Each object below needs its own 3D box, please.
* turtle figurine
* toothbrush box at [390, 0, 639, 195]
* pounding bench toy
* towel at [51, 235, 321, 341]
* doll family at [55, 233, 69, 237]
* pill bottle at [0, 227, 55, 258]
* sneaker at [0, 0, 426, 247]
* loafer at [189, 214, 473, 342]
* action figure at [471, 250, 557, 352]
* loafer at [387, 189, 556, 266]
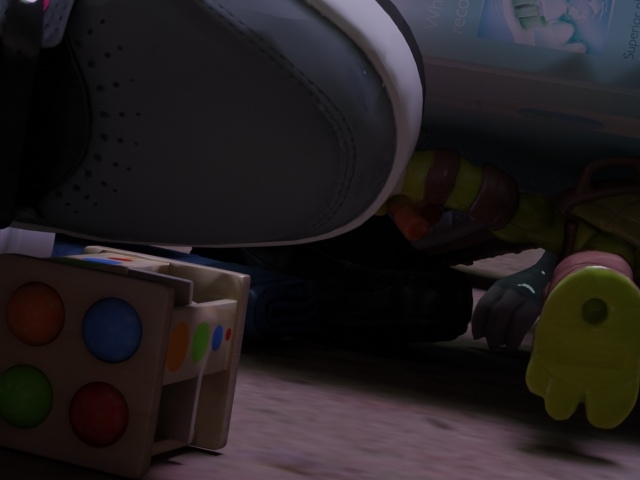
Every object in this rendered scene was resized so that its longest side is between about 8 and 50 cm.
[{"bbox_3d":[0.137,0.020,0.677,0.270,0.087,0.217,29,12,-9],"label":"turtle figurine"},{"bbox_3d":[0.125,-0.093,0.718,0.296,0.126,0.216,9,-8,14],"label":"toothbrush box"},{"bbox_3d":[-0.073,0.029,0.475,0.083,0.052,0.065,11,5,20],"label":"pounding bench toy"},{"bbox_3d":[-0.065,0.022,0.735,0.119,0.029,0.067,12,6,24],"label":"towel"},{"bbox_3d":[-0.145,-0.031,0.948,0.111,0.076,0.193,6,20,-26],"label":"doll family"},{"bbox_3d":[-0.161,-0.007,0.547,0.086,0.086,0.152,12,5,35],"label":"pill bottle"},{"bbox_3d":[-0.130,-0.025,0.374,0.296,0.123,0.178,12,35,4],"label":"sneaker"},{"bbox_3d":[0.000,0.000,0.816,0.076,0.078,0.223,7,6,-29],"label":"loafer"},{"bbox_3d":[0.229,-0.052,0.879,0.370,0.275,0.248,25,15,15],"label":"action figure"},{"bbox_3d":[0.171,-0.045,1.157,0.130,0.133,0.366,29,-27,-29],"label":"loafer"}]
